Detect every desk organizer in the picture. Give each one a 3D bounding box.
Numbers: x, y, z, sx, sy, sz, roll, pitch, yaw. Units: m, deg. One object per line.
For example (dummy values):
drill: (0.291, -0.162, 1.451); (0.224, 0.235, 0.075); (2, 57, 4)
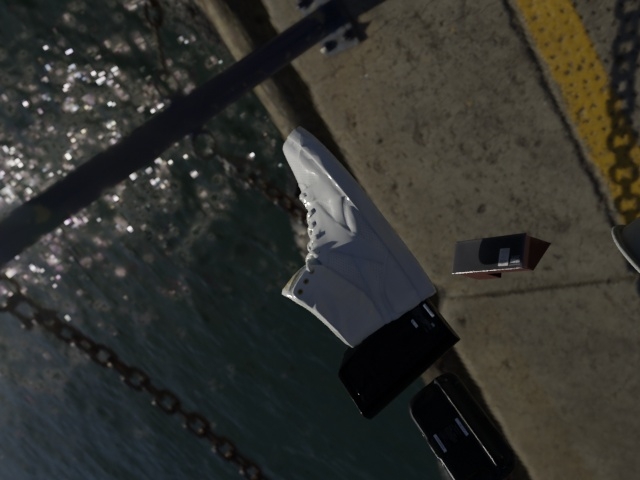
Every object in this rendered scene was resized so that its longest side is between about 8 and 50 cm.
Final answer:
desk organizer: (0.238, 0.023, 1.091); (0.050, 0.047, 0.130); (15, 167, -31)

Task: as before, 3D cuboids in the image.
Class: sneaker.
sneaker: (0.000, 0.000, 1.098); (0.292, 0.169, 0.108); (53, 180, 12)

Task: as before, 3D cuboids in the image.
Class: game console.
game console: (0.176, 0.265, 1.369); (0.044, 0.213, 0.361); (34, -164, -48)

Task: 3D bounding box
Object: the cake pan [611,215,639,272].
cake pan: (0.507, 0.054, 1.040); (0.293, 0.293, 0.054); (37, 113, 10)
